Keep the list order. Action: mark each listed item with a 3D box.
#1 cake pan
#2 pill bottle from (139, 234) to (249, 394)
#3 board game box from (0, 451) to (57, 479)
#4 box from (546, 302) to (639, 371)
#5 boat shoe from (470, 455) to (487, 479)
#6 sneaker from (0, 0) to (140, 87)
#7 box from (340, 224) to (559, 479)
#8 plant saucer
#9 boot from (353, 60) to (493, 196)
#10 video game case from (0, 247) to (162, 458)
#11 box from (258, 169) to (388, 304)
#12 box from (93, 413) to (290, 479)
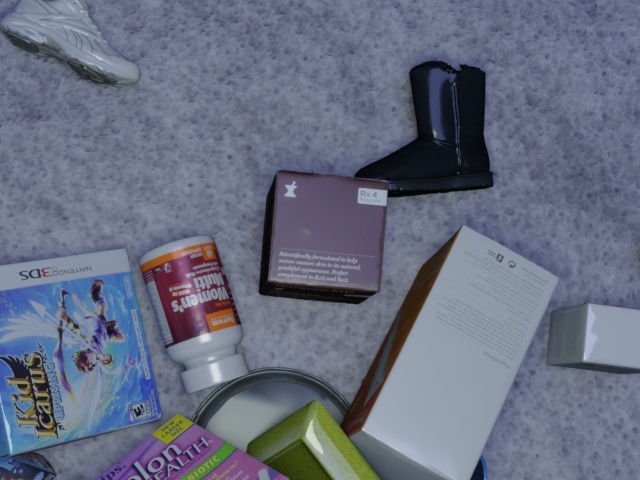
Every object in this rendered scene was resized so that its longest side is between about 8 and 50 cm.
[{"bbox_3d":[-0.067,0.339,1.712,0.293,0.054,0.293,1,81,-7],"label":"cake pan"},{"bbox_3d":[-0.187,0.112,1.696,0.121,0.121,0.221,-18,84,-9],"label":"pill bottle"},{"bbox_3d":[-0.513,0.346,1.598,0.194,0.060,0.194,-46,129,-11],"label":"board game box"},{"bbox_3d":[0.442,0.155,1.741,0.130,0.170,0.091,8,81,-7],"label":"box"},{"bbox_3d":[0.202,0.454,1.717,0.089,0.109,0.258,6,65,1],"label":"boat shoe"},{"bbox_3d":[-0.377,-0.325,1.754,0.232,0.090,0.115,27,76,-3],"label":"sneaker"},{"bbox_3d":[0.179,0.185,1.654,0.168,0.215,0.345,30,68,-2],"label":"box"},{"bbox_3d":[-0.012,0.344,1.600,0.188,0.188,0.045,52,42,3],"label":"plant saucer"},{"bbox_3d":[0.156,-0.177,1.791,0.246,0.094,0.207,-6,86,-15],"label":"boot"},{"bbox_3d":[-0.375,0.159,1.643,0.244,0.061,0.269,-9,82,-36],"label":"video game case"},{"bbox_3d":[0.000,0.000,1.694,0.168,0.203,0.167,6,82,-6],"label":"box"},{"bbox_3d":[-0.181,0.376,1.506,0.213,0.243,0.117,-37,127,-31],"label":"box"}]
